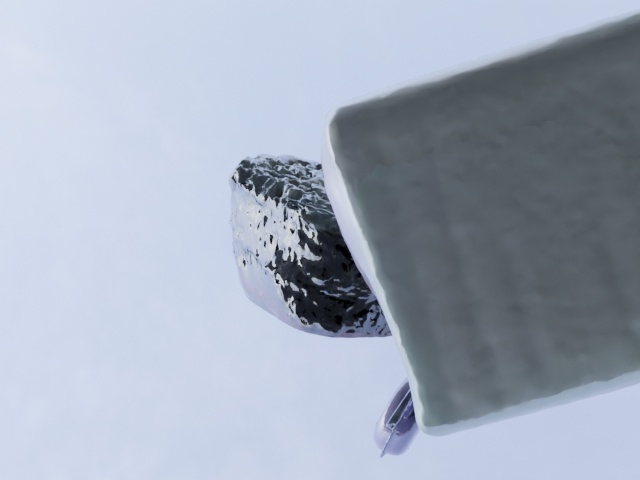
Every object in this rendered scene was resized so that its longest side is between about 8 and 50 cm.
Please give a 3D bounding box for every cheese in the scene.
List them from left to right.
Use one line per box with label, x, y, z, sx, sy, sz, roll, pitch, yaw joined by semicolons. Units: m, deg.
cheese;0.090;0.171;1.127;0.042;0.191;0.105;31;-110;10

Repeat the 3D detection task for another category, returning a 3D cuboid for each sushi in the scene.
sushi;0.000;0.000;0.959;0.136;0.126;0.225;2;-169;-27

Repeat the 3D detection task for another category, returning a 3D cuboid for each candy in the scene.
candy;0.190;-0.032;0.632;0.359;0.145;0.208;-16;-91;4
